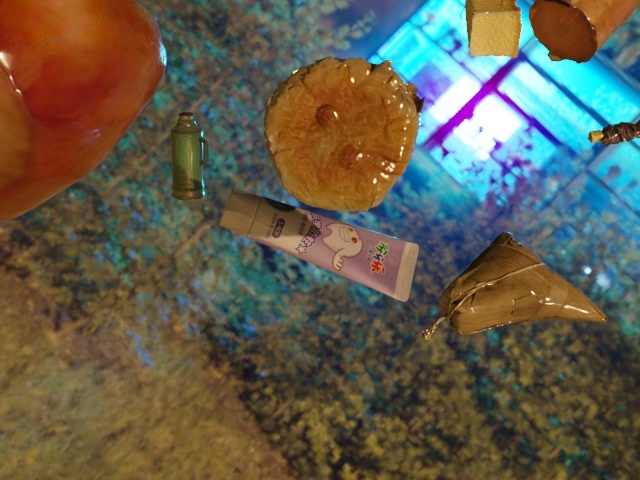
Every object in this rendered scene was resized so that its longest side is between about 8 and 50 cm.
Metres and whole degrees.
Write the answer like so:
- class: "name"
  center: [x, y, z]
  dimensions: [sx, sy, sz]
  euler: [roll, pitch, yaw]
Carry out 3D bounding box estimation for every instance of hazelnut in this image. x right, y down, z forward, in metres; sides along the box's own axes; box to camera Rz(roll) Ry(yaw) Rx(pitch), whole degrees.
- class: "hazelnut"
  center: [-0.356, -0.180, 1.024]
  dimensions: [0.366, 0.366, 0.366]
  euler: [45, 1, -1]

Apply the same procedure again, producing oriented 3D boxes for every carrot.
- class: "carrot"
  center: [0.358, -0.319, 1.109]
  dimensions: [0.102, 0.263, 0.102]
  euler: [42, -15, 14]

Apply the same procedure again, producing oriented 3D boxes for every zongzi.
- class: "zongzi"
  center: [0.245, 0.093, 1.174]
  dimensions: [0.178, 0.189, 0.081]
  euler: [36, -41, 17]

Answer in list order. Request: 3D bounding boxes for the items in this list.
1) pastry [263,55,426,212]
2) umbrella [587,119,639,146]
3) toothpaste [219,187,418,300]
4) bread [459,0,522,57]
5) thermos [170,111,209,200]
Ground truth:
- class: "pastry"
  center: [0.039, -0.214, 1.865]
  dimensions: [0.329, 0.329, 0.136]
  euler: [45, 12, -5]
- class: "umbrella"
  center: [0.519, -0.182, 1.583]
  dimensions: [0.040, 0.144, 0.037]
  euler: [-111, -169, -75]
- class: "toothpaste"
  center: [0.000, 0.000, 1.754]
  dimensions: [0.371, 0.125, 0.080]
  euler: [21, -31, -8]
- class: "bread"
  center: [0.254, -0.338, 1.436]
  dimensions: [0.109, 0.084, 0.080]
  euler: [-93, -179, -46]
- class: "thermos"
  center: [-0.292, -0.186, 2.081]
  dimensions: [0.083, 0.073, 0.187]
  euler: [38, -48, 55]
